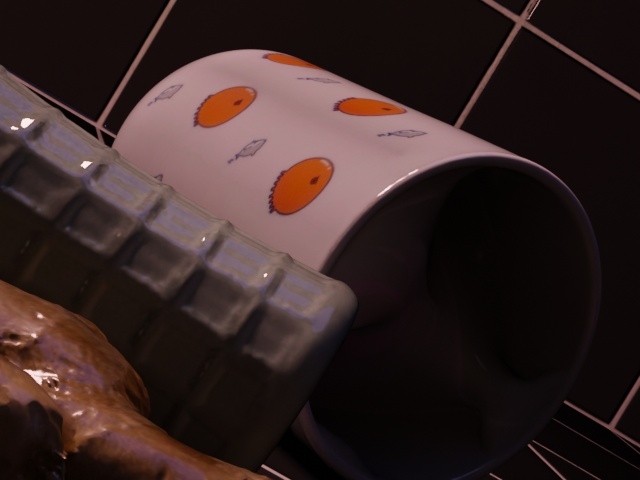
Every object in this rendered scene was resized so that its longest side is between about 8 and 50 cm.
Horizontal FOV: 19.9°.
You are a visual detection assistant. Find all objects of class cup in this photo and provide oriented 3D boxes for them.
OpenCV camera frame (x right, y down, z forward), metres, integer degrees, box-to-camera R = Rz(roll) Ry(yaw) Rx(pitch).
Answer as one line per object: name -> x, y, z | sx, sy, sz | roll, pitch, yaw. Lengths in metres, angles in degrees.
cup -> 0.000, 0.000, 1.168 | 0.212, 0.212, 0.317 | 29, 3, -36

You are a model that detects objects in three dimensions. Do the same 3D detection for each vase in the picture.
vase -> -0.135, -0.010, 0.793 | 0.299, 0.143, 0.143 | 34, 2, -2

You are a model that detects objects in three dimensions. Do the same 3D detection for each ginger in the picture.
ginger -> -0.073, 0.072, 0.649 | 0.214, 0.059, 0.133 | 29, 7, -14
